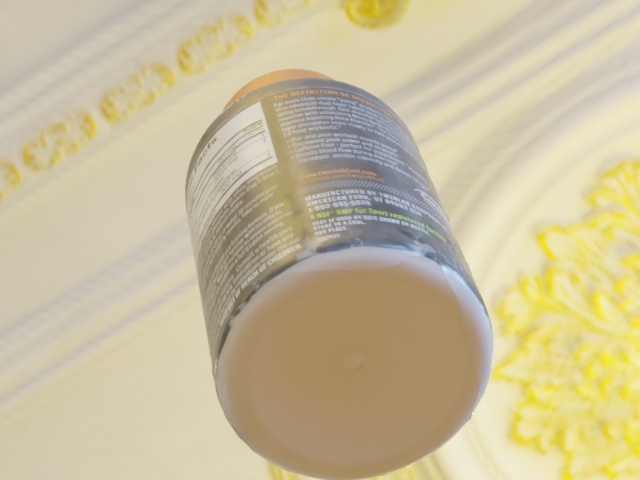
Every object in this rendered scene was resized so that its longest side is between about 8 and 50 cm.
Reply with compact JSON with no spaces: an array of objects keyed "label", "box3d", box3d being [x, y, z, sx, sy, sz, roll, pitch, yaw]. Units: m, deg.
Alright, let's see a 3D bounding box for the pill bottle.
[{"label":"pill bottle","box3d":[0.000,0.000,0.920,0.130,0.246,0.130,-4,-60,-7]}]
